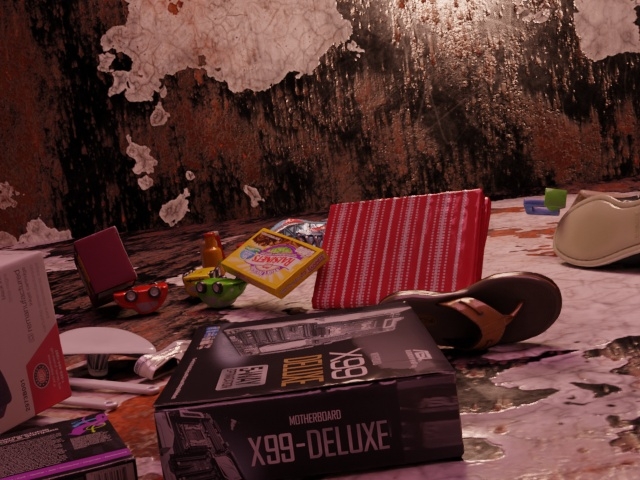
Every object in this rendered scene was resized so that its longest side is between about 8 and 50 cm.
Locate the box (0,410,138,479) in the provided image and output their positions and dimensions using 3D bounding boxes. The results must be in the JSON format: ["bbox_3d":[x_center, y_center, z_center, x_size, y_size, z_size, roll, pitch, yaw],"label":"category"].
[{"bbox_3d":[-0.235,0.195,0.759,0.116,0.029,0.162,-9,8,-22],"label":"box"}]

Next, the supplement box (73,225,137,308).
[{"bbox_3d":[-0.401,0.053,1.582,0.080,0.104,0.188,-23,-6,-19],"label":"supplement box"}]

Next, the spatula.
[{"bbox_3d":[-0.323,0.188,0.993,0.242,0.019,0.168,1,9,31],"label":"spatula"}]

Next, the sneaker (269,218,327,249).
[{"bbox_3d":[0.000,0.000,1.854,0.261,0.104,0.125,-10,9,-23],"label":"sneaker"}]

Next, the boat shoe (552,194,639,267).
[{"bbox_3d":[0.515,-0.015,1.363,0.113,0.127,0.340,17,-19,-21],"label":"boat shoe"}]

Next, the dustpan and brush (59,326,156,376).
[{"bbox_3d":[-0.305,0.150,1.164,0.147,0.060,0.211,2,10,-17],"label":"dustpan and brush"}]

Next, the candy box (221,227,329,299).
[{"bbox_3d":[-0.080,0.035,1.422,0.105,0.027,0.206,-42,29,-18],"label":"candy box"}]

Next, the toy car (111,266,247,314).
[{"bbox_3d":[-0.218,0.093,1.518,0.225,0.053,0.239,-1,10,42],"label":"toy car"}]

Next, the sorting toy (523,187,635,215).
[{"bbox_3d":[0.541,-0.034,1.533,0.347,0.047,0.196,8,-14,6],"label":"sorting toy"}]

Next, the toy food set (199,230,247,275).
[{"bbox_3d":[-0.191,0.020,1.880,0.111,0.105,0.232,-2,8,39],"label":"toy food set"}]

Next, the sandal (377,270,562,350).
[{"bbox_3d":[0.167,0.090,0.985,0.219,0.090,0.060,-4,24,15],"label":"sandal"}]

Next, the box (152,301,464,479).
[{"bbox_3d":[-0.012,0.134,0.816,0.242,0.077,0.307,-7,6,0],"label":"box"}]

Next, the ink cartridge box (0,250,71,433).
[{"bbox_3d":[-0.384,0.122,0.855,0.100,0.172,0.237,0,15,32],"label":"ink cartridge box"}]

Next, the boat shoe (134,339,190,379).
[{"bbox_3d":[-0.188,0.153,1.073,0.035,0.035,0.100,27,18,25],"label":"boat shoe"}]

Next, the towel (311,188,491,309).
[{"bbox_3d":[0.126,0.017,1.338,0.274,0.199,0.031,-4,-33,27],"label":"towel"}]
